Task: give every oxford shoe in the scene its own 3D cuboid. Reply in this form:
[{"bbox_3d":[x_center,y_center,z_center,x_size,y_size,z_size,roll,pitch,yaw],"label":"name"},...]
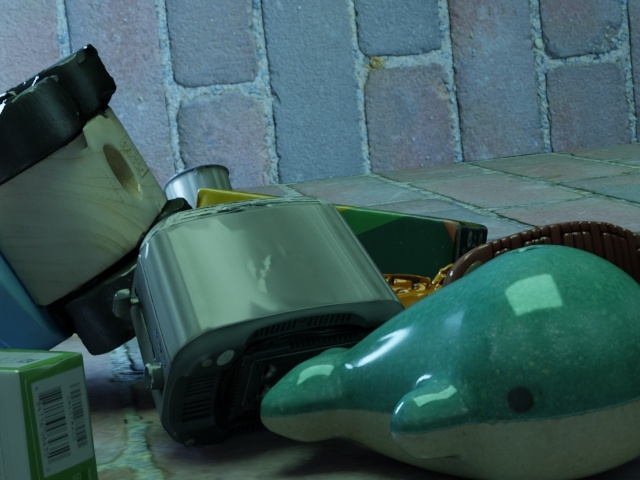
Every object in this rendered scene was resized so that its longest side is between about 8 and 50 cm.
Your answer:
[{"bbox_3d":[0.236,0.048,1.303,0.348,0.123,0.130,1,-2,-27],"label":"oxford shoe"}]

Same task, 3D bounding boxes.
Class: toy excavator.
[{"bbox_3d":[-0.342,0.019,1.475,0.445,0.222,0.433,-29,12,10],"label":"toy excavator"}]

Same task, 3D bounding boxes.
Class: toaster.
[{"bbox_3d":[-0.037,0.053,1.185,0.227,0.129,0.146,-10,49,-23],"label":"toaster"}]

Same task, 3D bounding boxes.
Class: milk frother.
[{"bbox_3d":[-0.165,0.000,1.884,0.143,0.135,0.129,-7,-24,-29],"label":"milk frother"}]

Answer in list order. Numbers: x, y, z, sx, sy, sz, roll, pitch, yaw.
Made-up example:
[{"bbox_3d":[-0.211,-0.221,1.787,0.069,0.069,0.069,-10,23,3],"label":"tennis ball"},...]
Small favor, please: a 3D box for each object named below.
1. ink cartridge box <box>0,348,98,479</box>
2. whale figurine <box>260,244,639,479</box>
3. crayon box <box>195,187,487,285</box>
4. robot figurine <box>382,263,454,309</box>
[{"bbox_3d":[-0.244,0.128,1.024,0.209,0.109,0.062,-2,8,34],"label":"ink cartridge box"},{"bbox_3d":[0.094,0.076,1.031,0.272,0.141,0.216,-3,8,27],"label":"whale figurine"},{"bbox_3d":[0.000,0.000,1.624,0.318,0.081,0.202,7,2,13],"label":"crayon box"},{"bbox_3d":[-0.003,0.074,1.354,0.291,0.085,0.211,-5,8,9],"label":"robot figurine"}]
